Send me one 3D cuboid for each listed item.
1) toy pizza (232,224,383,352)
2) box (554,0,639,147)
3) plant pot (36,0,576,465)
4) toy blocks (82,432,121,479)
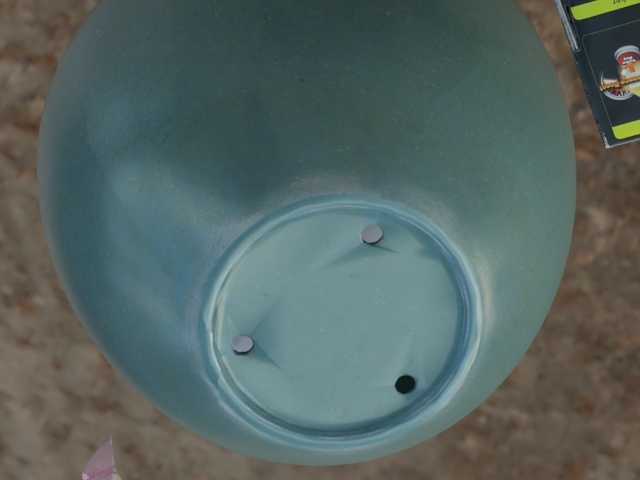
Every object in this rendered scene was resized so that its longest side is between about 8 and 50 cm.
[{"bbox_3d":[-0.004,0.041,1.241,0.032,0.201,0.201,52,161,30],"label":"toy pizza"},{"bbox_3d":[0.165,-0.145,0.716,0.191,0.045,0.184,-16,109,21],"label":"box"},{"bbox_3d":[0.000,0.000,0.999,0.290,0.195,0.290,-2,115,-5],"label":"plant pot"},{"bbox_3d":[-0.203,0.237,0.892,0.260,0.288,0.309,-27,132,16],"label":"toy blocks"}]
